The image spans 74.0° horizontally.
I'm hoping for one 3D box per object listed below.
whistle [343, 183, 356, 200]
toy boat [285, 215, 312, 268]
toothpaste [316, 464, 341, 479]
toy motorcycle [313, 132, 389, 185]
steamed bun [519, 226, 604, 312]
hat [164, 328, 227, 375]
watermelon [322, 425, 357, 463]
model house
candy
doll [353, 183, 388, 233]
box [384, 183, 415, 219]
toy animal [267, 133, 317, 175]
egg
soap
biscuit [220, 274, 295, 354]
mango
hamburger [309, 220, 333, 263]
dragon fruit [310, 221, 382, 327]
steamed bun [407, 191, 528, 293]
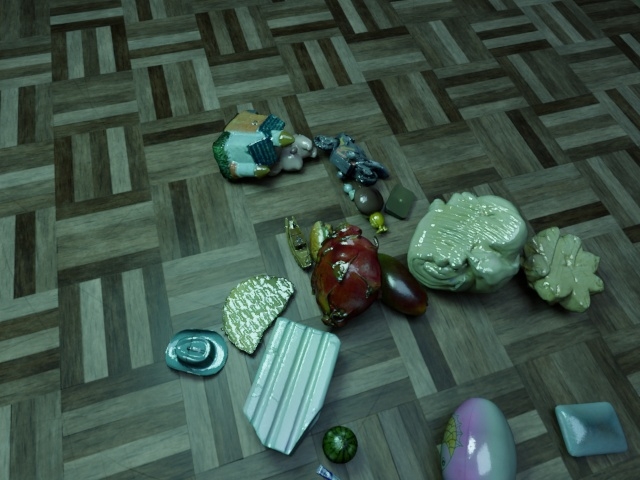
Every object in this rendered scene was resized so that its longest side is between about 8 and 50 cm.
[{"bbox_3d":[0.121,-0.175,1.608,0.035,0.035,0.100,-35,82,-20],"label":"whistle"},{"bbox_3d":[-0.079,0.006,1.478,0.064,0.072,0.206,-16,64,-12],"label":"toy boat"},{"bbox_3d":[0.028,0.649,1.164,0.083,0.015,0.024,28,56,17],"label":"toothpaste"},{"bbox_3d":[0.117,-0.321,1.640,0.307,0.108,0.173,42,43,14],"label":"toy motorcycle"},{"bbox_3d":[0.796,0.108,1.429,0.295,0.137,0.292,-15,71,-24],"label":"steamed bun"},{"bbox_3d":[-0.379,0.332,1.278,0.191,0.078,0.138,5,63,0],"label":"hat"},{"bbox_3d":[0.054,0.557,1.163,0.109,0.109,0.109,1,61,-2],"label":"watermelon"},{"bbox_3d":[-0.213,-0.341,1.546,0.291,0.184,0.253,8,49,30],"label":"model house"},{"bbox_3d":[0.784,0.544,1.230,0.174,0.071,0.138,-2,61,-5],"label":"candy"},{"bbox_3d":[0.178,-0.115,1.536,0.145,0.096,0.188,17,56,-41],"label":"doll"},{"bbox_3d":[0.296,-0.144,1.594,0.091,0.031,0.126,28,63,-5],"label":"box"},{"bbox_3d":[-0.115,-0.305,1.636,0.124,0.124,0.212,43,89,18],"label":"toy animal"},{"bbox_3d":[0.423,0.563,1.135,0.196,0.196,0.271,24,49,10],"label":"egg"},{"bbox_3d":[-0.083,0.419,1.225,0.208,0.115,0.347,16,62,7],"label":"soap"},{"bbox_3d":[-0.217,0.215,1.375,0.187,0.036,0.273,31,65,13],"label":"biscuit"},{"bbox_3d":[0.241,0.143,1.400,0.133,0.111,0.267,-41,63,-1],"label":"mango"},{"bbox_3d":[-0.001,-0.007,1.475,0.087,0.102,0.176,-1,61,10],"label":"hamburger"},{"bbox_3d":[0.084,0.113,1.330,0.250,0.250,0.315,8,59,1],"label":"dragon fruit"},{"bbox_3d":[0.490,0.026,1.395,0.339,0.247,0.352,15,67,37],"label":"steamed bun"}]
